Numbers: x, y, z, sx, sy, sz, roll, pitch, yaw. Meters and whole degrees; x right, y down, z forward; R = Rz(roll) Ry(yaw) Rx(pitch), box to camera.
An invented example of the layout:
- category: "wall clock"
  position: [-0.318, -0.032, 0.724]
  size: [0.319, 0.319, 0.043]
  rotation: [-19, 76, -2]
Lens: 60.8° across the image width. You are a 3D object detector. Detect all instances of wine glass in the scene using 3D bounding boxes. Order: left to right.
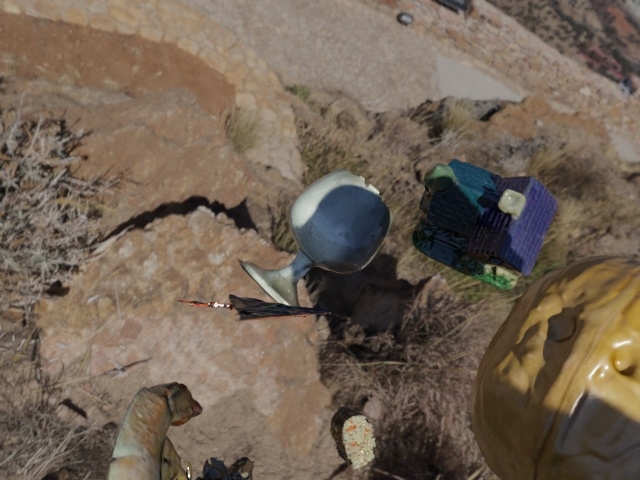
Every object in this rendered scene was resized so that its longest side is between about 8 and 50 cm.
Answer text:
- category: "wine glass"
  position: [0.000, 0.000, 1.235]
  size: [0.238, 0.238, 0.323]
  rotation: [42, 87, -6]

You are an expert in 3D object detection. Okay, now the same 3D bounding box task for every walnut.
- category: "walnut"
  position: [0.228, 0.119, 0.436]
  size: [0.193, 0.193, 0.226]
  rotation: [45, 83, -3]

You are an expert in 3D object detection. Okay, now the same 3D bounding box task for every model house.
- category: "model house"
  position: [0.382, -0.055, 1.311]
  size: [0.312, 0.280, 0.245]
  rotation: [26, 84, 15]

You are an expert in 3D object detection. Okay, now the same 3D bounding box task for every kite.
- category: "kite"
  position: [-0.075, 0.079, 0.650]
  size: [0.189, 0.232, 0.009]
  rotation: [6, 88, -15]

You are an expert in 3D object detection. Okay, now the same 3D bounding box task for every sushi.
- category: "sushi"
  position: [0.080, 0.481, 1.333]
  size: [0.090, 0.078, 0.150]
  rotation: [-19, 107, -23]

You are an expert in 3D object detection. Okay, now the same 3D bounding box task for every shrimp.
- category: "shrimp"
  position: [-0.093, 0.175, 0.408]
  size: [0.052, 0.251, 0.144]
  rotation: [-9, 80, 1]
